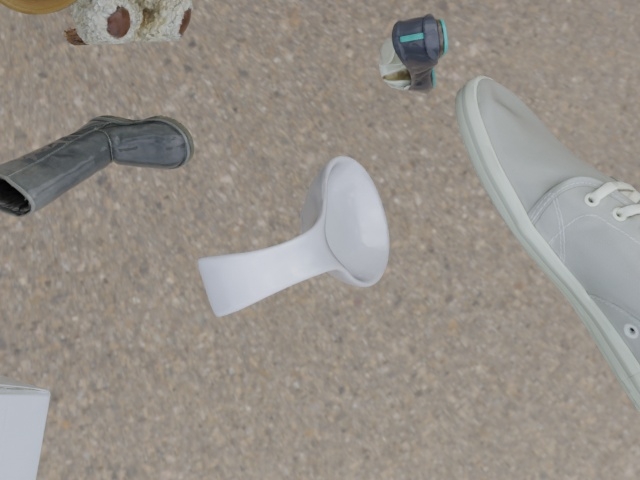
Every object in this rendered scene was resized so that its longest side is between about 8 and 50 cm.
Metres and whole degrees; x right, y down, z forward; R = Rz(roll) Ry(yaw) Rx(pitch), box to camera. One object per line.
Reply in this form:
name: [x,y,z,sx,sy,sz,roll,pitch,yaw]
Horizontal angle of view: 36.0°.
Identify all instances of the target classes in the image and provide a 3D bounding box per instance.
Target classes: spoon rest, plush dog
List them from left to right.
plush dog: [-0.375,-0.462,1.743,0.262,0.211,0.225,-22,113,-57]
spoon rest: [0.000,0.000,0.952,0.276,0.084,0.137,-29,105,-54]

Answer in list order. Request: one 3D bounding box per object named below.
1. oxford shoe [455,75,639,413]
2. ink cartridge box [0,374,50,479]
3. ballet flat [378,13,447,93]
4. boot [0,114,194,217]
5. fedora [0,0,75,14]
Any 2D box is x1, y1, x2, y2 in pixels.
oxford shoe: [0.293,0.005,0.963,0.169,0.449,0.130,-12,153,-52]
ink cartridge box: [-0.322,0.174,0.793,0.087,0.209,0.153,13,85,-50]
ballet flat: [0.099,-0.208,1.110,0.074,0.203,0.074,0,87,2]
boot: [-0.284,-0.092,1.200,0.208,0.190,0.076,-34,123,-53]
fedora: [-0.417,-0.429,1.454,0.194,0.079,0.194,-28,145,-22]
